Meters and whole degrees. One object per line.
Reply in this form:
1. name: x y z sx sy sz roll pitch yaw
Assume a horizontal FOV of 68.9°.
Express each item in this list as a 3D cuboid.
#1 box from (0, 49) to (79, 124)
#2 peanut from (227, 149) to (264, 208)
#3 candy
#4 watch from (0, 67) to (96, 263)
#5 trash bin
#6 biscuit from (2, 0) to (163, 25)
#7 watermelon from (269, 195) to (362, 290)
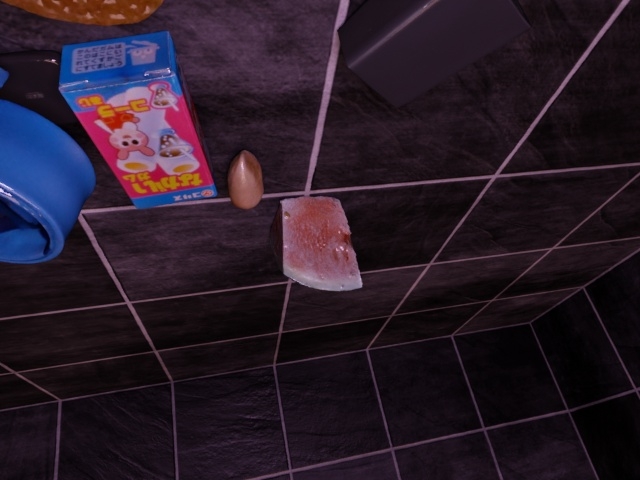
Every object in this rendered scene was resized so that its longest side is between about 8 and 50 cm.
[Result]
1. box: -0.428 -0.227 0.700 0.126 0.027 0.125 -8 149 -7
2. peanut: -0.155 -0.122 0.954 0.076 0.076 0.152 -7 147 -12
3. candy: -0.281 -0.179 0.773 0.157 0.100 0.306 -11 151 -5
4. watch: -0.508 -0.080 0.666 0.305 0.241 0.274 -8 143 23
5. trash bin: 0.160 -0.319 0.690 0.225 0.115 0.165 -30 147 32
6. biscuit: -0.242 -0.384 0.453 0.314 0.063 0.367 -3 150 -24
7. watermelon: 0.000 0.000 1.140 0.213 0.261 0.201 0 121 -17
